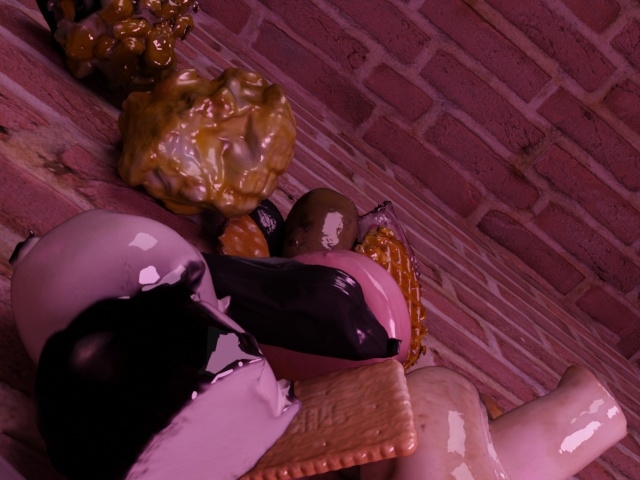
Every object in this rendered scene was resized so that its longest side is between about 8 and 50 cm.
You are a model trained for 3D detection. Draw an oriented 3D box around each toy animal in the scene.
[{"bbox_3d":[-0.194,0.105,0.610,0.310,0.250,0.251,40,16,35],"label":"toy animal"}]

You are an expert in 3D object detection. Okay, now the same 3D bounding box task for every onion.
[{"bbox_3d":[0.126,0.062,1.429,0.314,0.146,0.280,-22,91,-63],"label":"onion"}]

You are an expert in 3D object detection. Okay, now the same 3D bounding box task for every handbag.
[{"bbox_3d":[-0.066,0.085,0.775,0.191,0.332,0.075,60,43,-46],"label":"handbag"}]

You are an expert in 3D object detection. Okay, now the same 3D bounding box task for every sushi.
[{"bbox_3d":[-0.459,-0.501,1.297,0.329,0.328,0.285,26,35,-37],"label":"sushi"}]

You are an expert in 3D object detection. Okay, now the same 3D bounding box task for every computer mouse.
[{"bbox_3d":[-0.137,-0.059,1.283,0.122,0.073,0.217,15,31,-54],"label":"computer mouse"}]

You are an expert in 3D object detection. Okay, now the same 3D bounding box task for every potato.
[{"bbox_3d":[0.000,0.000,1.210,0.165,0.165,0.262,31,42,-25],"label":"potato"}]

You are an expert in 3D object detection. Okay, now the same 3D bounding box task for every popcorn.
[{"bbox_3d":[-0.216,-0.189,1.135,0.334,0.293,0.292,1,1,-20],"label":"popcorn"}]

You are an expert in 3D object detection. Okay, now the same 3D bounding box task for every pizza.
[{"bbox_3d":[-0.152,0.022,1.104,0.127,0.058,0.246,29,24,-31],"label":"pizza"}]

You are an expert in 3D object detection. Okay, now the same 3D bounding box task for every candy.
[{"bbox_3d":[0.010,0.128,0.895,0.255,0.255,0.094,47,21,18],"label":"candy"}]

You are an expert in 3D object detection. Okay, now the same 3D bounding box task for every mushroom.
[{"bbox_3d":[0.192,0.300,0.795,0.315,0.315,0.356,40,58,0],"label":"mushroom"}]

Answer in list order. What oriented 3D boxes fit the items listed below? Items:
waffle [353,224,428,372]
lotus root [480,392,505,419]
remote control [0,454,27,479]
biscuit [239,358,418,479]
[{"bbox_3d":[0.153,0.124,1.242,0.325,0.068,0.302,-37,108,-60],"label":"waffle"},{"bbox_3d":[0.319,0.379,1.110,0.125,0.118,0.221,12,23,-21],"label":"lotus root"},{"bbox_3d":[-0.233,0.252,0.465,0.313,0.055,0.109,41,20,5],"label":"remote control"},{"bbox_3d":[-0.013,0.222,0.707,0.160,0.250,0.030,-92,165,-65],"label":"biscuit"}]
